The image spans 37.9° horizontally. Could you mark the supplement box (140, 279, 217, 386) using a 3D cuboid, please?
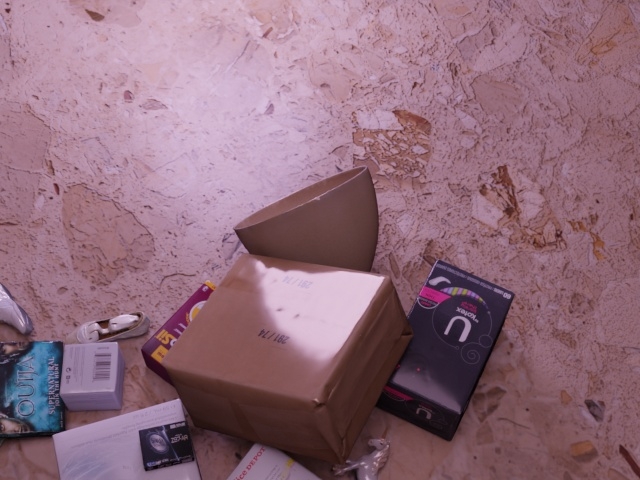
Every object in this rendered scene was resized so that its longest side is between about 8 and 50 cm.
[{"bbox_3d":[-0.235,0.183,1.758,0.104,0.081,0.188,34,64,18],"label":"supplement box"}]

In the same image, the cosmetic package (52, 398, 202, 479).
[{"bbox_3d":[-0.314,0.421,1.578,0.223,0.138,0.225,-15,61,-10],"label":"cosmetic package"}]

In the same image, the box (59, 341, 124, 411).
[{"bbox_3d":[-0.417,0.251,1.708,0.101,0.087,0.101,-3,58,-2],"label":"box"}]

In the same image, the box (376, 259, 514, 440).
[{"bbox_3d":[0.228,0.201,1.721,0.165,0.143,0.270,23,61,13],"label":"box"}]

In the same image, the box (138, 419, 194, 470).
[{"bbox_3d":[-0.254,0.338,1.537,0.083,0.018,0.067,-10,59,-9],"label":"box"}]

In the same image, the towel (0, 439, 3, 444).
[{"bbox_3d":[-0.735,0.324,1.673,0.324,0.038,0.248,22,57,9],"label":"towel"}]

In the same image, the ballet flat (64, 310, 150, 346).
[{"bbox_3d":[-0.411,0.167,1.781,0.168,0.052,0.057,-16,60,-10],"label":"ballet flat"}]

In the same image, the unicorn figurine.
[{"bbox_3d":[0.077,0.412,1.644,0.111,0.060,0.162,-7,75,-6],"label":"unicorn figurine"}]

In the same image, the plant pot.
[{"bbox_3d":[0.000,0.000,1.794,0.284,0.284,0.191,-28,98,-17],"label":"plant pot"}]

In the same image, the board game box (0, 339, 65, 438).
[{"bbox_3d":[-0.534,0.271,1.708,0.126,0.026,0.186,0,55,-19],"label":"board game box"}]

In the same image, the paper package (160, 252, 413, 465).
[{"bbox_3d":[-0.050,0.190,1.590,0.324,0.168,0.309,6,43,32],"label":"paper package"}]

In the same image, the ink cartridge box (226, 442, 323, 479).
[{"bbox_3d":[-0.070,0.447,1.570,0.176,0.127,0.128,33,62,18],"label":"ink cartridge box"}]

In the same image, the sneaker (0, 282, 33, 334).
[{"bbox_3d":[-0.610,0.138,1.800,0.061,0.054,0.152,-42,61,-13],"label":"sneaker"}]
